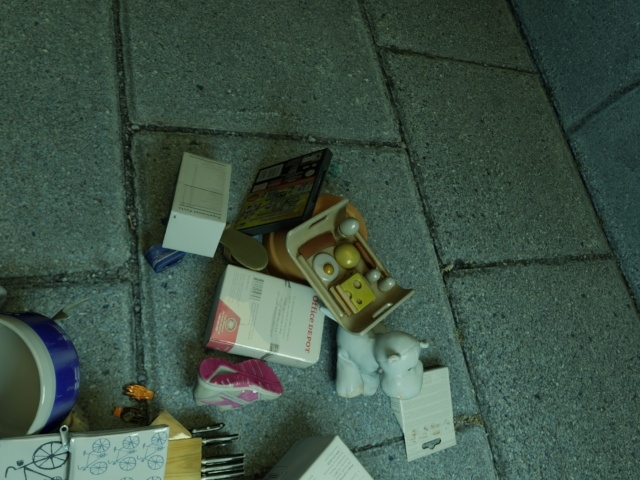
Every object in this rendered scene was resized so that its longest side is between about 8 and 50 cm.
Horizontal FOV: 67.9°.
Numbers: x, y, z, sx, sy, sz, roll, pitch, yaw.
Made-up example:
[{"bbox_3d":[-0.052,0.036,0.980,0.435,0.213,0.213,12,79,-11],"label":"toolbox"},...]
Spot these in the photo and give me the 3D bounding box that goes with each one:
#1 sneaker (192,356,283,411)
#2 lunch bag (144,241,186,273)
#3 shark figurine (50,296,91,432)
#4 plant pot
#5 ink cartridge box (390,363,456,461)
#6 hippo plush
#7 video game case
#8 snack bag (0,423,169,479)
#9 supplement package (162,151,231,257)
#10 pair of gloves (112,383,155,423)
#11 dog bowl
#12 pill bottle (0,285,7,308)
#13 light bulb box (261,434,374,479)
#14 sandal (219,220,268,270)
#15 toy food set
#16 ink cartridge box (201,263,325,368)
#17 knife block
[{"bbox_3d":[-0.208,0.361,1.175,0.252,0.111,0.103,21,26,-36],"label":"sneaker"},{"bbox_3d":[-0.399,0.040,1.240,0.098,0.067,0.065,-31,84,-34],"label":"lunch bag"},{"bbox_3d":[-0.562,0.271,1.029,0.167,0.116,0.277,-10,83,15],"label":"shark figurine"},{"bbox_3d":[0.000,0.000,1.369,0.291,0.203,0.290,10,64,-21],"label":"plant pot"},{"bbox_3d":[0.299,0.497,1.391,0.189,0.066,0.232,-5,91,-27],"label":"ink cartridge box"},{"bbox_3d":[0.176,0.290,1.257,0.234,0.237,0.293,-17,101,-48],"label":"hippo plush"},{"bbox_3d":[-0.109,-0.131,1.346,0.035,0.275,0.248,44,51,-37],"label":"video game case"},{"bbox_3d":[-0.477,0.496,0.901,0.343,0.037,0.322,6,106,-23],"label":"snack bag"},{"bbox_3d":[-0.323,-0.097,1.255,0.139,0.133,0.244,14,42,-18],"label":"supplement package"},{"bbox_3d":[-0.433,0.379,1.104,0.074,0.010,0.083,23,60,-15],"label":"pair of gloves"},{"bbox_3d":[-0.616,0.272,0.925,0.265,0.104,0.264,0,88,10],"label":"dog bowl"},{"bbox_3d":[-0.814,0.079,0.972,0.272,0.152,0.152,39,57,-6],"label":"pill bottle"},{"bbox_3d":[-0.007,0.694,1.038,0.358,0.225,0.361,-38,88,-34],"label":"light bulb box"},{"bbox_3d":[-0.234,0.025,1.323,0.240,0.079,0.088,36,52,23],"label":"sandal"},{"bbox_3d":[0.081,0.061,1.200,0.220,0.092,0.306,-32,84,-35],"label":"toy food set"},{"bbox_3d":[-0.144,0.208,1.256,0.283,0.117,0.207,18,61,-17],"label":"ink cartridge box"},{"bbox_3d":[-0.316,0.510,1.054,0.242,0.088,0.275,45,56,-1],"label":"knife block"}]
